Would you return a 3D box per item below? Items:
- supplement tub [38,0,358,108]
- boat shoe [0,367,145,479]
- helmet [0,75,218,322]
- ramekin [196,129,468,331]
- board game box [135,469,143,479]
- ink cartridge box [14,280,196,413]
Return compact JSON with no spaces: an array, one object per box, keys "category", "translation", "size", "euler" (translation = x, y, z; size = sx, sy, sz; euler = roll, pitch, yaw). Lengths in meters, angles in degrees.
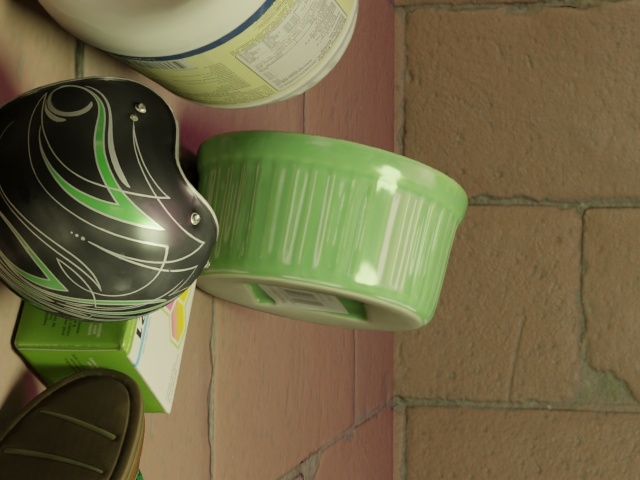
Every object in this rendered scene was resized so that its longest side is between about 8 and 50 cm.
[{"category":"supplement tub","translation":[-0.095,-0.243,1.080],"size":[0.325,0.235,0.235],"euler":[19,71,-76]},{"category":"boat shoe","translation":[-0.208,0.238,0.918],"size":[0.104,0.110,0.307],"euler":[81,26,-49]},{"category":"helmet","translation":[-0.164,-0.020,0.917],"size":[0.169,0.169,0.162],"euler":[52,19,-69]},{"category":"ramekin","translation":[0.000,0.000,1.378],"size":[0.303,0.303,0.148],"euler":[48,51,-71]},{"category":"board game box","translation":[-0.194,0.343,1.117],"size":[0.260,0.030,0.136],"euler":[-74,157,-50]},{"category":"ink cartridge box","translation":[-0.158,0.067,1.114],"size":[0.255,0.097,0.189],"euler":[68,25,-56]}]
